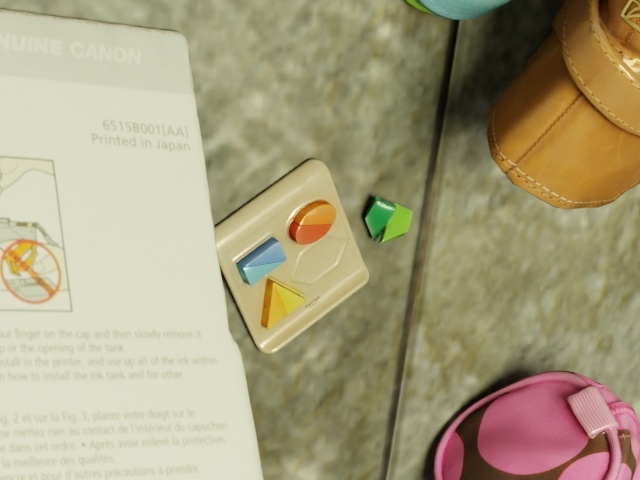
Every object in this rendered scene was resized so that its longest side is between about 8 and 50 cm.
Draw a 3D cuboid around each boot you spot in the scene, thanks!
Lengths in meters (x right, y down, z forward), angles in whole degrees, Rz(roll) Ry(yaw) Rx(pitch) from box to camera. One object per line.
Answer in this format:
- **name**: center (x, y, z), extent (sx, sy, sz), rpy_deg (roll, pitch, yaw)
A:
- **boot**: center (0.178, -0.116, 0.678), extent (0.220, 0.109, 0.283), rpy_deg (-55, 171, 23)

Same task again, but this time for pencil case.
- **pencil case**: center (0.144, 0.137, 0.772), extent (0.098, 0.095, 0.209), rpy_deg (-30, 135, 21)

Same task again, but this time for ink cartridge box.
- **ink cartridge box**: center (-0.150, 0.042, 0.509), extent (0.275, 0.060, 0.239), rpy_deg (2, 68, -37)

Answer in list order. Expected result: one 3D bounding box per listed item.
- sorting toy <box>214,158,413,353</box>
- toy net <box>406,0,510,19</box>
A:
- **sorting toy**: center (0.000, 0.000, 0.661), extent (0.083, 0.012, 0.062), rpy_deg (-36, 125, -18)
- **toy net**: center (0.093, -0.196, 0.632), extent (0.122, 0.045, 0.232), rpy_deg (41, 81, -37)
